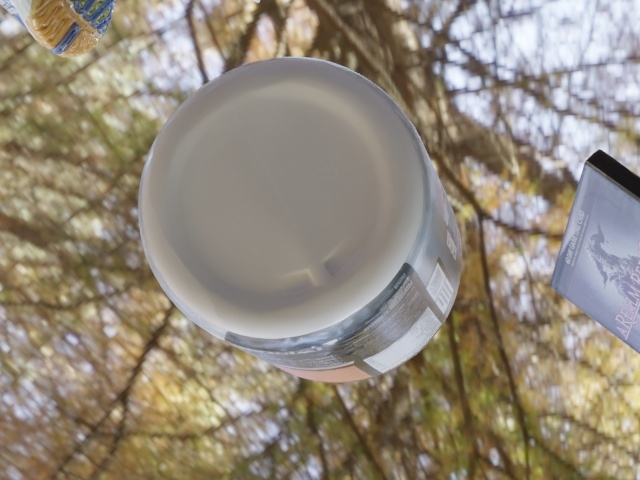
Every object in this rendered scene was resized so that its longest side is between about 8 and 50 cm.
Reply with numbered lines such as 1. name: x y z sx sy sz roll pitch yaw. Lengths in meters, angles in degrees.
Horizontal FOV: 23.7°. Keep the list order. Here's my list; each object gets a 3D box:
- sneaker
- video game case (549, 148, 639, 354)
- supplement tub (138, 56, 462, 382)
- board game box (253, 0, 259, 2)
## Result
1. sneaker: -0.325 -0.300 1.602 0.131 0.296 0.112 32 -97 29
2. video game case: 0.320 0.062 1.289 0.274 0.196 0.026 38 -117 21
3. supplement tub: 0.000 0.000 1.099 0.193 0.316 0.194 -2 -100 9
4. board game box: -0.098 -0.237 1.316 0.090 0.090 0.020 20 -93 7
